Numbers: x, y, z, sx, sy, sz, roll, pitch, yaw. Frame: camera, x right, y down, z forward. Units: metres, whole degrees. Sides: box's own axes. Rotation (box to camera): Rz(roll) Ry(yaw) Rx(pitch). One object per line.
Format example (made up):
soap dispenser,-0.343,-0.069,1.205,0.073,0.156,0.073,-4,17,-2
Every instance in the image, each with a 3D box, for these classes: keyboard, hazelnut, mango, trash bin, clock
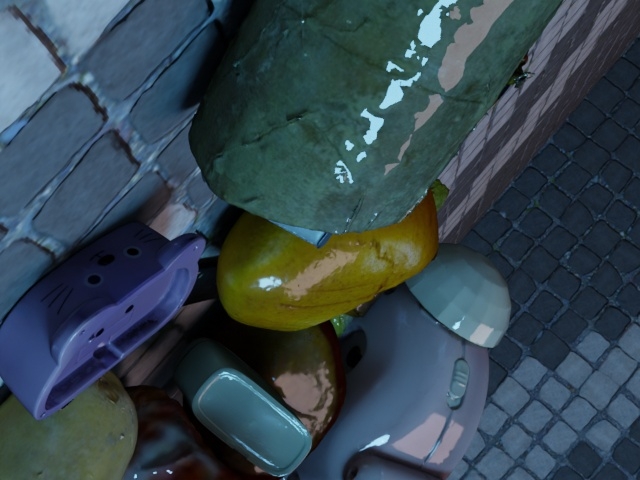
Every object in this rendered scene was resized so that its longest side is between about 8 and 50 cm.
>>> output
keyboard,-0.104,0.039,0.968,0.053,0.010,0.155,-51,170,10
hazelnut,-0.067,0.153,1.127,0.181,0.181,0.212,35,82,-43
mango,0.000,0.000,0.940,0.187,0.138,0.257,-34,171,20
trash bin,-0.073,0.148,0.944,0.059,0.116,0.130,-51,-165,-5
clock,0.066,0.167,1.280,0.342,0.184,0.325,-7,-124,50
clock,-0.146,0.041,0.695,0.153,0.050,0.110,-41,166,-42

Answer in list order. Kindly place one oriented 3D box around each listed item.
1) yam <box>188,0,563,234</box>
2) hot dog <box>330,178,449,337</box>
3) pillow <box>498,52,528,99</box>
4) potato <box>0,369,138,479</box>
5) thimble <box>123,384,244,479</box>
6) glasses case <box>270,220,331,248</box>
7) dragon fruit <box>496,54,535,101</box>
yam,0.044,-0.134,0.593,0.161,0.161,0.268,-34,159,-56
hot dog,0.034,0.018,1.211,0.261,0.093,0.123,-55,-152,7
pillow,0.200,-0.194,1.259,0.141,0.055,0.208,-49,176,-11
potato,-0.200,0.165,0.754,0.109,0.118,0.178,-2,-127,56
thimble,-0.138,0.314,0.926,0.230,0.350,0.350,-43,168,-18
glasses case,0.029,-0.124,0.769,0.266,0.105,0.056,-55,-166,26
dragon fruit,0.161,-0.177,1.081,0.102,0.096,0.147,-45,167,-7
